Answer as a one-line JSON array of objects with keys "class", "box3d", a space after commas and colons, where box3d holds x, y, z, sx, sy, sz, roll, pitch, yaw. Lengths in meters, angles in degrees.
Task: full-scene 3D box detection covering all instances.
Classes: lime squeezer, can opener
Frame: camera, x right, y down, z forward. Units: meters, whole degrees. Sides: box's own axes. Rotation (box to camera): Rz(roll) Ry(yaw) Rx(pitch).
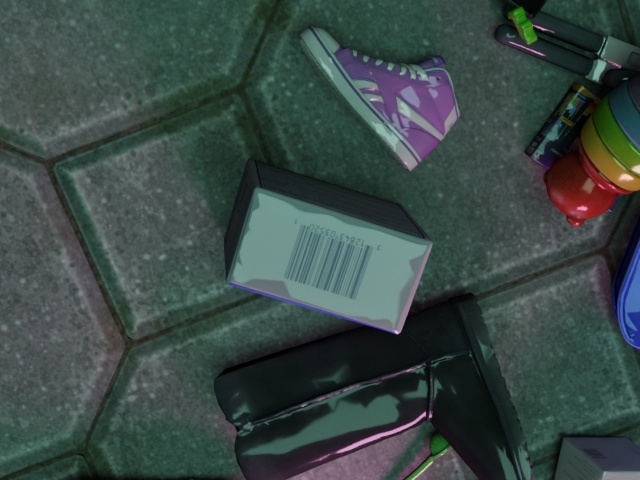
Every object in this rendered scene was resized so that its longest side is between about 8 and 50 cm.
[{"class": "lime squeezer", "box3d": [0.195, 0.320, 1.893, 0.110, 0.059, 0.310, 13, 104, -8]}, {"class": "can opener", "box3d": [0.416, -0.294, 1.733, 0.284, 0.095, 0.076, 19, 101, -12]}]

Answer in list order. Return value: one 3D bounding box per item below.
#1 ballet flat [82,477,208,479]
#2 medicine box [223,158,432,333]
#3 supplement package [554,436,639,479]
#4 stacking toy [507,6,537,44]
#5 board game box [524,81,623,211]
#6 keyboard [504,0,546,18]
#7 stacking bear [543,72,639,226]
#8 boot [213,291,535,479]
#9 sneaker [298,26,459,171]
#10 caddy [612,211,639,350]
[{"class": "ballet flat", "box3d": [-0.254, 0.479, 1.875, 0.409, 0.147, 0.146, 6, 104, -4]}, {"class": "medicine box", "box3d": [0.000, 0.000, 1.672, 0.264, 0.289, 0.149, 17, 100, -9]}, {"class": "supplement package", "box3d": [0.481, 0.477, 1.904, 0.134, 0.139, 0.244, 4, 104, -19]}, {"class": "stacking toy", "box3d": [0.327, -0.426, 1.678, 0.167, 0.052, 0.221, -28, 90, -8]}, {"class": "board game box", "box3d": [0.441, -0.151, 1.797, 0.170, 0.048, 0.141, 32, 98, -12]}, {"class": "keyboard", "box3d": [0.273, -0.428, 1.712, 0.192, 0.038, 0.100, 37, 81, -3]}, {"class": "stacking bear", "box3d": [0.462, -0.141, 1.676, 0.289, 0.164, 0.175, -46, 66, 36]}, {"class": "boot", "box3d": [0.086, 0.316, 1.789, 0.445, 0.146, 0.367, -17, 76, -1]}, {"class": "sneaker", "box3d": [0.101, -0.259, 1.721, 0.161, 0.102, 0.282, -45, 114, 3]}, {"class": "caddy", "box3d": [0.614, 0.052, 1.802, 0.241, 0.179, 0.341, 22, 104, 14]}]
